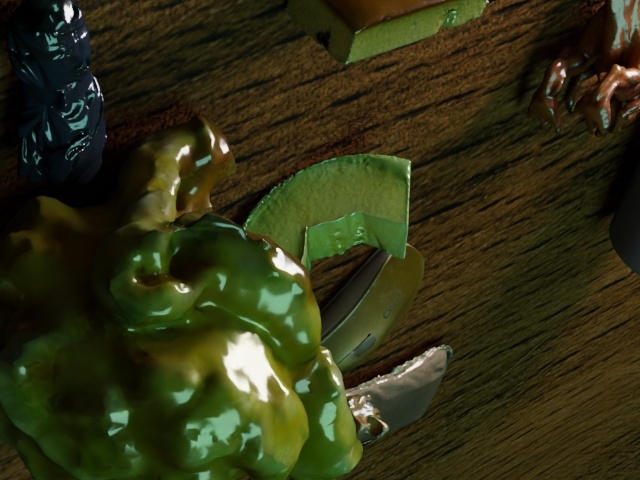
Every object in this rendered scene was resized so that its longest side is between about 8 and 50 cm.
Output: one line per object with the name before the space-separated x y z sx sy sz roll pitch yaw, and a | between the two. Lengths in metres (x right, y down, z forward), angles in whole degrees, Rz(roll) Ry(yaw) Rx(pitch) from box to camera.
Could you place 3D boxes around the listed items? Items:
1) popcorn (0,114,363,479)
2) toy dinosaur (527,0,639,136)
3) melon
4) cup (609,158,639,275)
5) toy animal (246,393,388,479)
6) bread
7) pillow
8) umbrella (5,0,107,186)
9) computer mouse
popcorn | -0.137 0.093 1.396 0.290 0.325 0.321 -27 104 -27
toy dinosaur | 0.298 -0.200 1.779 0.208 0.097 0.432 -49 160 -25
melon | 0.000 0.000 1.613 0.209 0.118 0.064 -27 163 -11
cup | 0.458 -0.085 2.083 0.203 0.203 0.288 -23 152 -37
toy animal | -0.055 0.240 1.903 0.255 0.114 0.116 -43 178 34
bread | 0.079 -0.209 1.467 0.226 0.088 0.049 -22 143 -36
pillow | 0.064 0.192 2.052 0.211 0.034 0.135 -18 146 -40
umbrella | -0.182 -0.125 1.233 0.071 0.071 0.248 -31 150 -27
computer mouse | 0.035 0.085 1.851 0.199 0.045 0.102 -48 151 2
